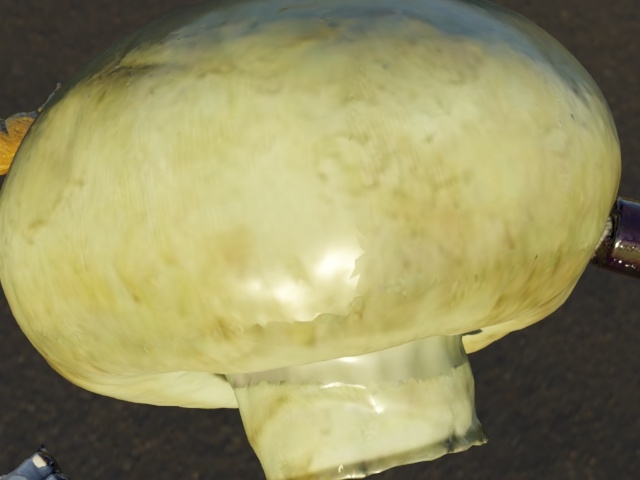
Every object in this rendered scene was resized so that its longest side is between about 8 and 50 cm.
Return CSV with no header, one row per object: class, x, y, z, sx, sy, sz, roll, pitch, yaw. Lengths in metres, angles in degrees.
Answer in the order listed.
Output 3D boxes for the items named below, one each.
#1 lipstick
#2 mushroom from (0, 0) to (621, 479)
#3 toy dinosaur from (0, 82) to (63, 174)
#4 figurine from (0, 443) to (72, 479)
lipstick,0.404,0.025,1.699,0.300,0.081,0.081,15,42,-13
mushroom,0.000,0.000,0.944,0.352,0.352,0.260,-9,81,-31
toy dinosaur,-0.216,-0.055,1.148,0.126,0.039,0.162,9,42,15
figurine,-0.292,0.258,1.390,0.229,0.112,0.137,-41,52,-10
